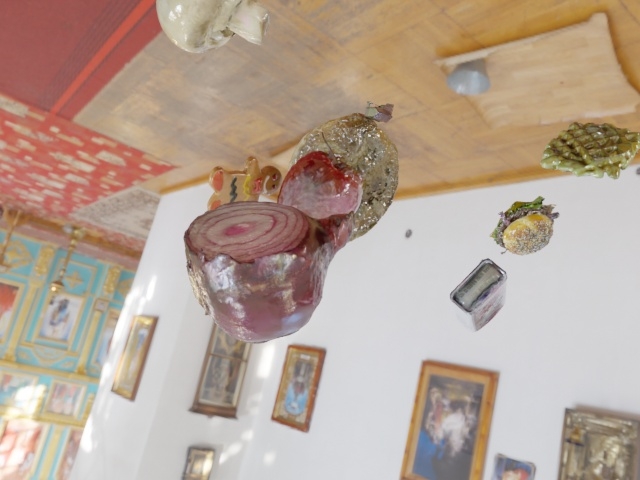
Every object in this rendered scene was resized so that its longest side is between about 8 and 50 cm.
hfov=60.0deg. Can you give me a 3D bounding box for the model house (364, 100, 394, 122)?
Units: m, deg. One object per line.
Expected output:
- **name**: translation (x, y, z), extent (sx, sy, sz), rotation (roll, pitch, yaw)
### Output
- **model house**: translation (0.174, -0.360, 1.555), extent (0.083, 0.057, 0.058), rotation (10, -178, -40)

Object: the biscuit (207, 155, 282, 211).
- **biscuit**: translation (-0.206, -0.154, 1.574), extent (0.250, 0.165, 0.036), rotation (-16, -144, -39)

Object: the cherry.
- **cherry**: translation (-0.013, -0.103, 1.331), extent (0.192, 0.249, 0.175), rotation (44, 172, 8)

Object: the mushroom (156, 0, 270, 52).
- **mushroom**: translation (-0.216, -0.507, 1.211), extent (0.234, 0.260, 0.254), rotation (36, 167, -3)

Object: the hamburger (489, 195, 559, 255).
- **hamburger**: translation (0.557, -0.032, 1.496), extent (0.164, 0.093, 0.189), rotation (-5, 133, -10)

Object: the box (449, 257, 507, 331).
- **box**: translation (0.548, 0.199, 1.903), extent (0.112, 0.190, 0.369), rotation (43, 179, 24)

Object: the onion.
- **onion**: translation (-0.048, 0.027, 0.672), extent (0.218, 0.140, 0.195), rotation (-18, -160, -20)

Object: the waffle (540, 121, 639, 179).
- **waffle**: translation (0.664, -0.231, 1.368), extent (0.204, 0.223, 0.054), rotation (18, 141, 42)

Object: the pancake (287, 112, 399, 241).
- **pancake**: translation (0.071, -0.180, 1.635), extent (0.387, 0.387, 0.082), rotation (23, -177, -33)
